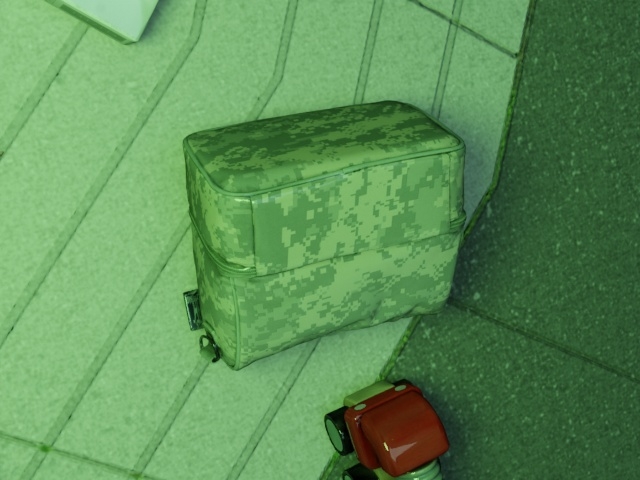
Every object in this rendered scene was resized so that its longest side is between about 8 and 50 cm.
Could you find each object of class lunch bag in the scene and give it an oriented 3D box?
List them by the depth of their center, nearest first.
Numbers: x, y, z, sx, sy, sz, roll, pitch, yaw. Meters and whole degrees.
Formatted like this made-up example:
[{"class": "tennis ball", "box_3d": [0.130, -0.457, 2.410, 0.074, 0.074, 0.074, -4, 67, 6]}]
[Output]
[{"class": "lunch bag", "box_3d": [0.000, 0.000, 1.137, 0.305, 0.212, 0.256, -13, 116, -18]}]

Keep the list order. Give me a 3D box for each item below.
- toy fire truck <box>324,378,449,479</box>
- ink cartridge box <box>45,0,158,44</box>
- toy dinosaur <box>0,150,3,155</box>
[{"class": "toy fire truck", "box_3d": [0.106, 0.300, 1.185, 0.158, 0.246, 0.217, -21, 102, -20]}, {"class": "ink cartridge box", "box_3d": [-0.272, -0.393, 1.067, 0.296, 0.066, 0.261, 27, 85, -22]}, {"class": "toy dinosaur", "box_3d": [-0.437, -0.051, 1.030, 0.211, 0.064, 0.112, 7, 91, -23]}]
